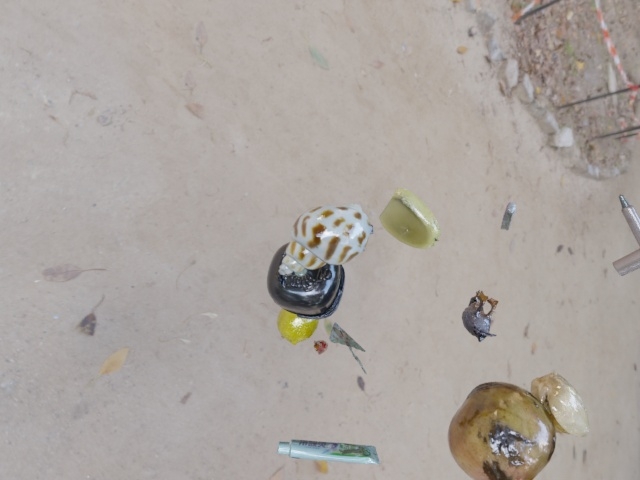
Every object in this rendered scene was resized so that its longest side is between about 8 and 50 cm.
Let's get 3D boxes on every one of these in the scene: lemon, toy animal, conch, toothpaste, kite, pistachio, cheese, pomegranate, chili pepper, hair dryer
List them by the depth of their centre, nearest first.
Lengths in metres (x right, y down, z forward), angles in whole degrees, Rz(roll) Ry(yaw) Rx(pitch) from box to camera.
[{"bbox_3d":[0.000,0.000,1.141,0.183,0.275,0.148,53,25,19],"label":"conch"},{"bbox_3d":[0.025,0.611,1.198,0.296,0.075,0.048,8,101,-7],"label":"toothpaste"},{"bbox_3d":[0.953,-0.025,1.274,0.220,0.195,0.053,52,35,7],"label":"hair dryer"},{"bbox_3d":[0.555,0.600,1.283,0.322,0.322,0.322,7,81,-44],"label":"pomegranate"},{"bbox_3d":[0.787,0.546,1.358,0.157,0.157,0.229,-41,102,-39],"label":"pistachio"},{"bbox_3d":[0.106,0.401,1.557,0.229,0.250,0.012,26,109,-44],"label":"kite"},{"bbox_3d":[0.002,0.430,1.684,0.050,0.268,0.059,-11,72,-12],"label":"chili pepper"},{"bbox_3d":[-0.090,0.324,1.707,0.173,0.173,0.206,23,89,-41],"label":"lemon"},{"bbox_3d":[0.704,0.333,1.832,0.122,0.185,0.298,21,38,-4],"label":"toy animal"},{"bbox_3d":[0.442,-0.087,2.018,0.316,0.259,0.128,42,54,11],"label":"cheese"}]

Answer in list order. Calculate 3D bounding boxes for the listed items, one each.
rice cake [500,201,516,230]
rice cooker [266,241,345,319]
[{"bbox_3d":[0.692,-0.086,1.526,0.206,0.036,0.047,42,60,-65],"label":"rice cake"},{"bbox_3d":[-0.046,0.131,1.398,0.224,0.267,0.267,76,29,-64],"label":"rice cooker"}]
